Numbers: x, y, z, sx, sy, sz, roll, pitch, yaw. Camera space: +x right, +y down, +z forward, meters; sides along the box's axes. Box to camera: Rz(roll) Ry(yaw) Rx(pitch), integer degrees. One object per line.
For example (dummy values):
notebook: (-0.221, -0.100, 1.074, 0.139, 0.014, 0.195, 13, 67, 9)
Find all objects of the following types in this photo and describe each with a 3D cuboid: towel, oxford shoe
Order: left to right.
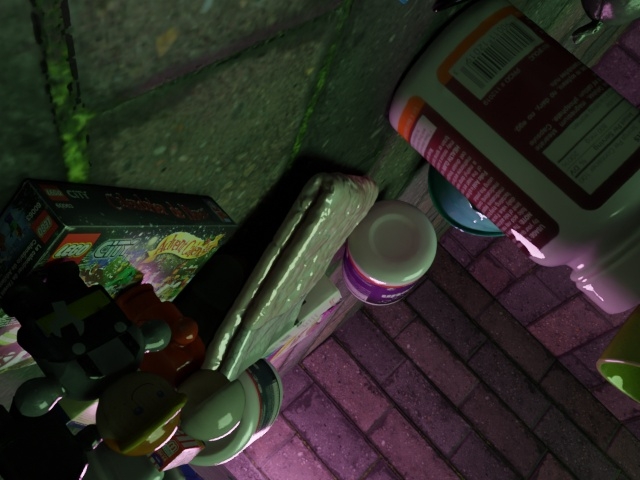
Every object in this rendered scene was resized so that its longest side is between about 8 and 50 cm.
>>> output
oxford shoe: (-0.160, 0.104, 0.746, 0.212, 0.076, 0.076, -47, 174, 12)
towel: (-0.028, 0.041, 0.832, 0.317, 0.053, 0.332, -58, 172, 12)

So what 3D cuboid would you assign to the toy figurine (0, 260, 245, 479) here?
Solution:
toy figurine: (-0.172, 0.136, 0.401, 0.213, 0.148, 0.209, -41, 168, -6)

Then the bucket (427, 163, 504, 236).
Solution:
bucket: (0.370, -0.142, 1.182, 0.281, 0.281, 0.183, -41, 176, -11)

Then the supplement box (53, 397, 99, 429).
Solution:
supplement box: (-0.264, 0.168, 0.654, 0.083, 0.056, 0.083, -39, 167, -19)

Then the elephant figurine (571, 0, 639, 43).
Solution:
elephant figurine: (0.449, -0.431, 0.792, 0.169, 0.186, 0.239, -3, 168, 20)

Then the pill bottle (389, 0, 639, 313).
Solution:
pill bottle: (0.300, -0.109, 0.739, 0.224, 0.392, 0.224, -41, 168, -10)

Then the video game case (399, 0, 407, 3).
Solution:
video game case: (0.075, -0.252, 0.424, 0.119, 0.015, 0.166, -48, 168, 23)

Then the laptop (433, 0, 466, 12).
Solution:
laptop: (0.250, -0.378, 0.571, 0.234, 0.136, 0.264, -35, 140, -38)

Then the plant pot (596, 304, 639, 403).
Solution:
plant pot: (0.525, 0.084, 0.659, 0.293, 0.274, 0.275, -59, 170, -9)

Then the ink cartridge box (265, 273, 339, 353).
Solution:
ink cartridge box: (-0.063, 0.142, 1.130, 0.203, 0.086, 0.148, -39, 169, -5)

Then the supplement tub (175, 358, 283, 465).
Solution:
supplement tub: (-0.183, 0.309, 1.088, 0.191, 0.191, 0.272, -44, 168, 1)

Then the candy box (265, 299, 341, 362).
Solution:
candy box: (-0.060, 0.213, 1.459, 0.159, 0.071, 0.233, -49, 167, 28)

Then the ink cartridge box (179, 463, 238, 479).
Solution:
ink cartridge box: (-0.335, 0.584, 1.347, 0.151, 0.270, 0.395, -46, 169, -15)

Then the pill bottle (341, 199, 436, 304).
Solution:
pill bottle: (0.142, 0.042, 1.264, 0.181, 0.181, 0.323, -41, 168, -12)

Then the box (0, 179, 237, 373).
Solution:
box: (-0.183, 0.030, 0.469, 0.159, 0.044, 0.233, -46, 168, 14)

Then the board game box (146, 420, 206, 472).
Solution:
board game box: (-0.249, 0.272, 0.850, 0.045, 0.147, 0.193, -40, 168, -13)

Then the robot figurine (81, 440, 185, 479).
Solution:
robot figurine: (-0.398, 0.474, 0.923, 0.353, 0.200, 0.300, -42, 138, -9)
